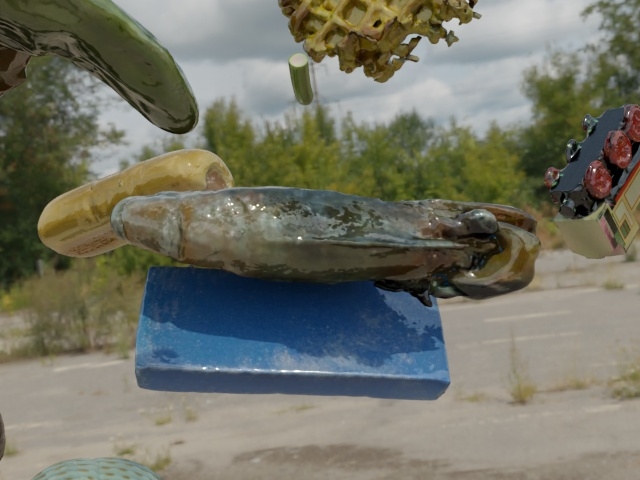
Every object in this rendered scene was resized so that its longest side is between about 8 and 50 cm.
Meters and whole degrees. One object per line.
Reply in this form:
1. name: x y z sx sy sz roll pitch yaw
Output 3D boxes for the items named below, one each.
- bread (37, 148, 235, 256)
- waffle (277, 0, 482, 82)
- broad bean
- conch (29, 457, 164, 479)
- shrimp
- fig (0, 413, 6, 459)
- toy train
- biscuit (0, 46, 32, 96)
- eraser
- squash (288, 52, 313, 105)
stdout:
1. bread: -0.277 -0.057 1.258 0.305 0.091 0.142 -17 -25 22
2. waffle: 0.052 -0.232 0.722 0.193 0.197 0.070 -23 -19 17
3. broad bean: -0.172 -0.150 0.605 0.207 0.072 0.153 26 -1 -9
4. conch: -0.381 0.460 1.393 0.303 0.215 0.319 5 -23 -3
5. shrimp: 0.000 0.000 0.886 0.446 0.109 0.221 6 0 9
6. fig: -0.451 0.200 0.806 0.274 0.145 0.170 6 -24 -45
7. toy train: 0.242 -0.053 0.713 0.050 0.087 0.138 -3 40 50
8. biscuit: -0.352 -0.197 0.629 0.366 0.115 0.268 -24 -23 -53
9. eraser: -0.030 0.095 0.882 0.312 0.042 0.144 3 45 -6
10. squash: -0.025 -0.212 1.139 0.028 0.027 0.083 -8 -35 1
